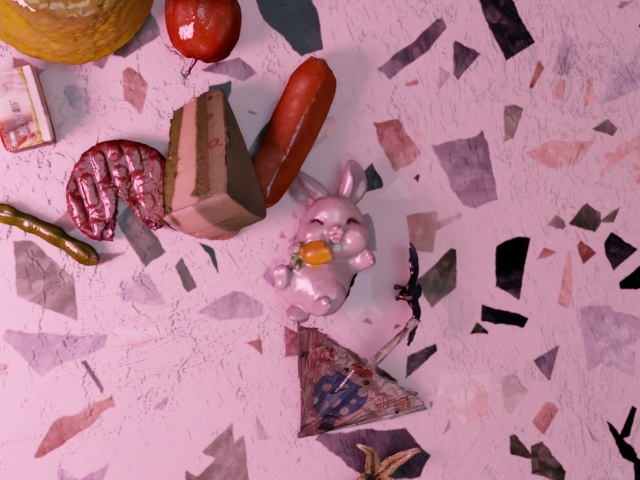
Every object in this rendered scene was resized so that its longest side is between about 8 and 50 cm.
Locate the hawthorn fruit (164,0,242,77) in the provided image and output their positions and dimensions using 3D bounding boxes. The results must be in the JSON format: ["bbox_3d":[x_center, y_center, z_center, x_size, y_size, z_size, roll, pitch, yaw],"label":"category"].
[{"bbox_3d":[-0.237,-0.414,1.803,0.157,0.157,0.194,13,100,-12],"label":"hawthorn fruit"}]

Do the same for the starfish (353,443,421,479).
[{"bbox_3d":[0.127,0.518,1.974,0.223,0.050,0.217,-37,106,4],"label":"starfish"}]

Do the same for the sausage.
[{"bbox_3d":[-0.063,-0.210,1.868,0.094,0.097,0.348,29,82,-43],"label":"sausage"}]

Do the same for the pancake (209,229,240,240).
[{"bbox_3d":[-0.214,-0.064,1.886,0.140,0.022,0.139,-1,92,-13],"label":"pancake"}]

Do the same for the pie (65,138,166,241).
[{"bbox_3d":[-0.395,-0.100,1.831,0.219,0.054,0.204,0,93,-10],"label":"pie"}]

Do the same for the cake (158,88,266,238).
[{"bbox_3d":[-0.208,-0.140,1.820,0.158,0.172,0.283,-19,53,21],"label":"cake"}]

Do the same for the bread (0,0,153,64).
[{"bbox_3d":[-0.477,-0.507,1.664,0.348,0.308,0.348,0,91,-9],"label":"bread"}]

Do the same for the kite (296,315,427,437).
[{"bbox_3d":[0.075,0.291,1.914,0.406,0.014,0.368,36,103,-30],"label":"kite"}]

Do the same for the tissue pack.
[{"bbox_3d":[-0.574,-0.249,1.757,0.099,0.106,0.148,-16,95,-11],"label":"tissue pack"}]

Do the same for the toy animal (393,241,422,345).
[{"bbox_3d":[0.190,0.113,1.941,0.062,0.108,0.220,0,91,-1],"label":"toy animal"}]

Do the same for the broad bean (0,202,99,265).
[{"bbox_3d":[-0.550,-0.016,1.801,0.256,0.052,0.052,25,101,-10],"label":"broad bean"}]

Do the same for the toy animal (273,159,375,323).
[{"bbox_3d":[0.006,0.004,1.877,0.209,0.154,0.325,-5,72,9],"label":"toy animal"}]
